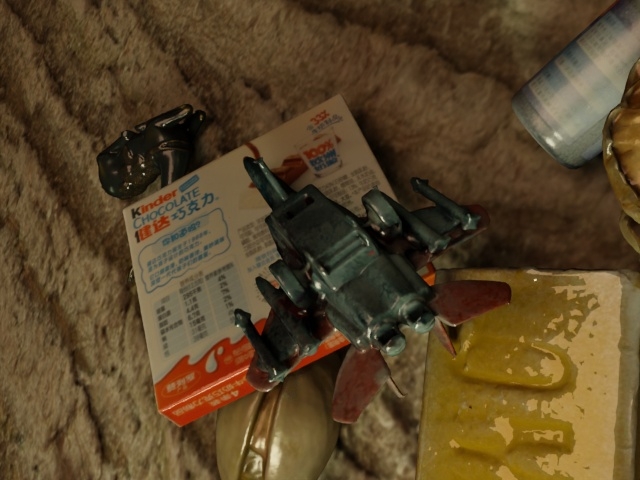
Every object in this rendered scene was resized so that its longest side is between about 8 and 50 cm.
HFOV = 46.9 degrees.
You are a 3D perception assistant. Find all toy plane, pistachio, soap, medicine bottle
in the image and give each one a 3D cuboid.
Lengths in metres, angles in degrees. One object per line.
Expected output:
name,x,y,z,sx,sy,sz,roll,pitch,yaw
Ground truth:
toy plane,-0.002,-0.004,0.602,0.223,0.104,0.326,-37,50,-5
pistachio,-0.039,0.172,0.712,0.124,0.124,0.185,24,99,44
soap,0.157,0.160,0.549,0.173,0.089,0.274,-3,77,40
medicine bottle,0.246,-0.146,0.556,0.203,0.083,0.083,-41,54,26

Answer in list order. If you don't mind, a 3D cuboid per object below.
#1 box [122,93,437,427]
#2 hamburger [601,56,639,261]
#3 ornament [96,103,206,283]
box,-0.052,0.006,0.718,0.273,0.048,0.265,-27,50,6
hamburger,0.317,-0.040,0.423,0.259,0.144,0.283,-45,48,19
ornament,-0.222,-0.039,0.959,0.202,0.080,0.236,-25,62,31
